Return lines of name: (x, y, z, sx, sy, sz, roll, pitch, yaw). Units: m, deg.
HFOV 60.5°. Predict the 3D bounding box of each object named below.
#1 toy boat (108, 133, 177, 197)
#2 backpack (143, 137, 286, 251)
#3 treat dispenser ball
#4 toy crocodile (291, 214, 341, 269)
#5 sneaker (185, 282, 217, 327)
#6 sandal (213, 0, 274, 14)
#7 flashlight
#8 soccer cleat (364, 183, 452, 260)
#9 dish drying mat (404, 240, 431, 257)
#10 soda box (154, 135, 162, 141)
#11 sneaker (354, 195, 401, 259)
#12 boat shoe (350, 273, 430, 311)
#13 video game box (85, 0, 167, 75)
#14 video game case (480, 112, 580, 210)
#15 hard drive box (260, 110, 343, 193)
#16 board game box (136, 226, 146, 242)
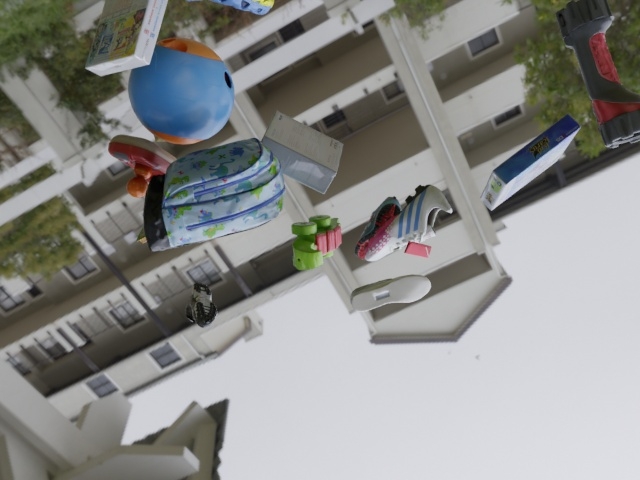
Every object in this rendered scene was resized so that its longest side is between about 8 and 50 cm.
toy boat: (-0.503, -0.193, 1.559, 0.151, 0.231, 0.151, 13, -99, 21)
backpack: (-0.267, -0.125, 1.436, 0.356, 0.273, 0.290, 0, -155, -9)
treat dispenser ball: (-0.386, -0.415, 1.535, 0.288, 0.288, 0.288, -24, -153, 14)
toy crocodile: (0.000, 0.000, 1.484, 0.105, 0.115, 0.340, 2, -169, 19)
sneaker: (-0.399, 0.239, 1.821, 0.106, 0.078, 0.234, -63, -154, 16)
sandal: (-0.246, -0.547, 1.126, 0.138, 0.317, 0.126, -38, -137, 47)
flashlight: (0.578, -0.344, 1.100, 0.103, 0.304, 0.103, -11, 173, -18)
soccer cleat: (0.275, -0.027, 1.745, 0.331, 0.143, 0.116, -49, 162, 21)
dish drying mat: (0.237, 0.022, 1.331, 0.008, 0.083, 0.032, 31, -76, 49)
soda box: (-0.543, -0.414, 2.082, 0.181, 0.058, 0.061, 1, -152, 19)
sneaker: (0.209, -0.042, 1.916, 0.262, 0.104, 0.125, -57, -171, 32)
boat shoe: (0.157, 0.114, 1.254, 0.184, 0.066, 0.063, -21, -160, 4)
video game box: (-0.417, -0.459, 1.184, 0.205, 0.048, 0.187, 6, -103, 41)
video game case: (0.609, -0.221, 1.615, 0.269, 0.061, 0.244, -37, 165, -2)
hard drive box: (-0.061, -0.264, 1.626, 0.089, 0.232, 0.181, -57, -168, 36)
board game box: (-0.547, -0.087, 1.890, 0.124, 0.039, 0.259, -27, -152, 20)
